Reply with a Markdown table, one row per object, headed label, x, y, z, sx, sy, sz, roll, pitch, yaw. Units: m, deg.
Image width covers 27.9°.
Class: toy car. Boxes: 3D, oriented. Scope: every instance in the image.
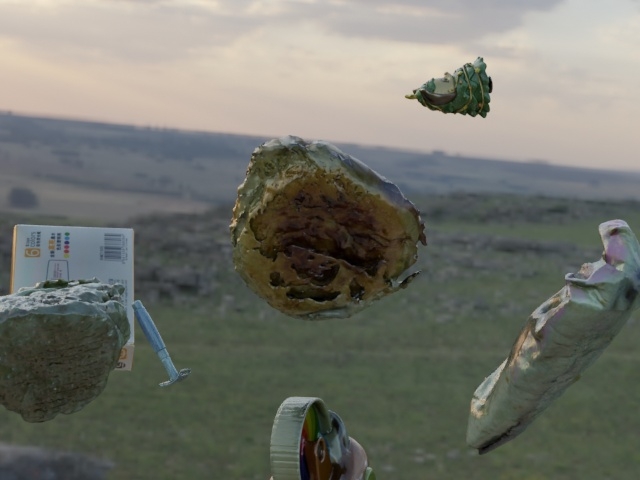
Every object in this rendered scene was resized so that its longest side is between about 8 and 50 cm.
| label | x | y | z | sx | sy | sz | roll | pitch | yaw |
| --- | --- | --- | --- | --- | --- | --- | --- | --- | --- |
| toy car | -0.015 | 0.324 | 1.861 | 0.145 | 0.235 | 0.235 | 0 | 3 | 18 |

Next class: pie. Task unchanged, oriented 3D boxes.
| label | x | y | z | sx | sy | sz | roll | pitch | yaw |
| --- | --- | --- | --- | --- | --- | --- | --- | --- | --- |
| pie | 0.000 | -0.001 | 1.801 | 0.308 | 0.308 | 0.085 | 5 | 36 | -3 |

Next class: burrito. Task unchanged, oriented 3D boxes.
| label | x | y | z | sx | sy | sz | roll | pitch | yaw |
| --- | --- | --- | --- | --- | --- | --- | --- | --- | --- |
| burrito | 0.196 | 0.093 | 1.088 | 0.066 | 0.309 | 0.096 | 35 | 55 | 9 |

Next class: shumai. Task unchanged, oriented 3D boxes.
| label | x | y | z | sx | sy | sz | roll | pitch | yaw |
| --- | --- | --- | --- | --- | --- | --- | --- | --- | --- |
| shumai | -0.298 | 0.088 | 1.394 | 0.184 | 0.184 | 0.142 | 2 | 38 | -29 |

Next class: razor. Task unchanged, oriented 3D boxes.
| label | x | y | z | sx | sy | sz | roll | pitch | yaw |
| --- | --- | --- | --- | --- | --- | --- | --- | --- | --- |
| razor | -0.242 | 0.149 | 1.901 | 0.040 | 0.135 | 0.068 | -29 | -6 | 4 |

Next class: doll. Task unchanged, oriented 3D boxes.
| label | x | y | z | sx | sy | sz | roll | pitch | yaw |
| --- | --- | --- | --- | --- | --- | --- | --- | --- | --- |
| doll | 0.172 | -0.183 | 1.680 | 0.113 | 0.077 | 0.078 | -25 | 9 | -4 |

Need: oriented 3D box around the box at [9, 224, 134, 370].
| label | x | y | z | sx | sy | sz | roll | pitch | yaw |
| --- | --- | --- | --- | --- | --- | --- | --- | --- | --- |
| box | -0.434 | 0.098 | 2.252 | 0.220 | 0.091 | 0.274 | 3 | 48 | -10 |
